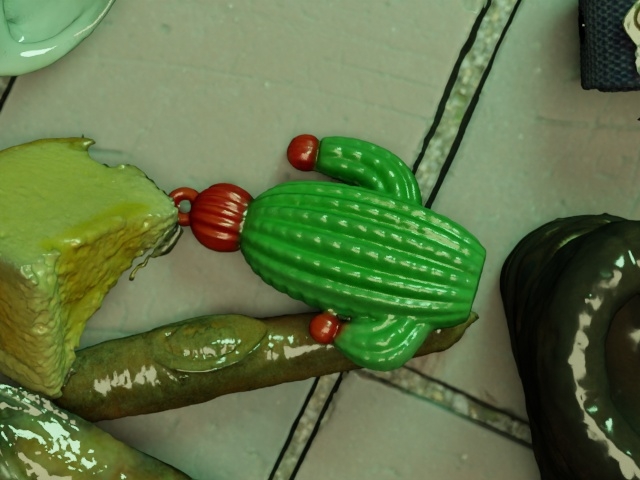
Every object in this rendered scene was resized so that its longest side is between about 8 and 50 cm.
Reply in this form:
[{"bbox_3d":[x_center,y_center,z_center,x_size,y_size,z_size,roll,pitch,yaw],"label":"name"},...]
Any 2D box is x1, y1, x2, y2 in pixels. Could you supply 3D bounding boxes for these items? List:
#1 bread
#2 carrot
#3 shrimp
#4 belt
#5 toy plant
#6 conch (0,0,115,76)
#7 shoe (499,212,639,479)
[{"bbox_3d":[-0.198,0.011,1.190,0.140,0.169,0.160,33,53,22],"label":"bread"},{"bbox_3d":[-0.041,0.086,1.233,0.342,0.070,0.070,-10,97,-5],"label":"carrot"},{"bbox_3d":[-0.207,0.257,1.211,0.445,0.085,0.272,43,93,-19],"label":"shrimp"},{"bbox_3d":[0.309,-0.157,1.195,0.231,0.139,0.126,-4,95,-6],"label":"belt"},{"bbox_3d":[0.013,-0.007,1.211,0.240,0.088,0.154,39,78,16],"label":"toy plant"},{"bbox_3d":[-0.230,-0.233,1.154,0.185,0.121,0.221,14,102,-6],"label":"conch"},{"bbox_3d":[0.250,0.169,1.175,0.171,0.237,0.383,-13,96,-3],"label":"shoe"}]
